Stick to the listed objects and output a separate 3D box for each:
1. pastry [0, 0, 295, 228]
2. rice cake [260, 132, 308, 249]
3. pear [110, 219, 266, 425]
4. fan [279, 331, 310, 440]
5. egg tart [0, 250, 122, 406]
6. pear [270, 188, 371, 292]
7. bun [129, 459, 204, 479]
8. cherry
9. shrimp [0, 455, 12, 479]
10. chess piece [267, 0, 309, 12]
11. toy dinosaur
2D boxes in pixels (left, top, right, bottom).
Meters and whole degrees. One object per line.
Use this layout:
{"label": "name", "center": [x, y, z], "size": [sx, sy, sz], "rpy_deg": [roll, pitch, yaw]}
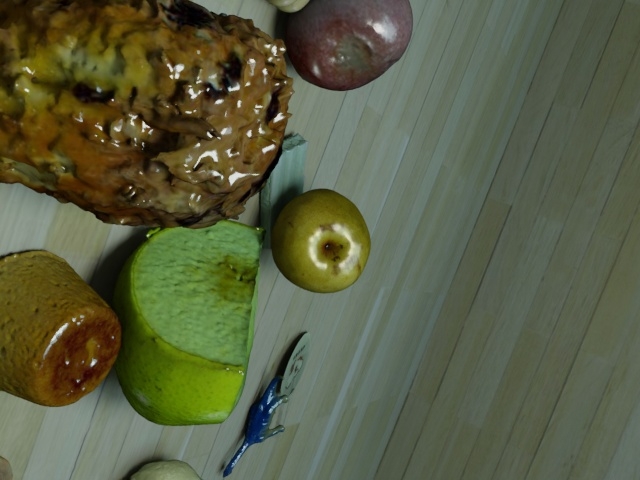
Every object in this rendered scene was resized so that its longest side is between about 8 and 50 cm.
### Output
{"label": "pastry", "center": [-0.194, -0.155, 0.792], "size": [0.405, 0.337, 0.293], "rpy_deg": [25, 81, -64]}
{"label": "rice cake", "center": [-0.076, -0.097, 1.373], "size": [0.127, 0.043, 0.237], "rpy_deg": [-34, 141, -47]}
{"label": "pear", "center": [-0.227, 0.163, 1.102], "size": [0.343, 0.238, 0.318], "rpy_deg": [-87, -166, -51]}
{"label": "fan", "center": [-0.080, 0.394, 1.763], "size": [0.191, 0.009, 0.329], "rpy_deg": [-40, 145, -64]}
{"label": "egg tart", "center": [-0.366, 0.129, 0.903], "size": [0.202, 0.147, 0.203], "rpy_deg": [-45, 147, -40]}
{"label": "pear", "center": [0.000, 0.000, 1.334], "size": [0.209, 0.208, 0.209], "rpy_deg": [-42, 144, -40]}
{"label": "bun", "center": [-0.323, 0.558, 1.316], "size": [0.259, 0.160, 0.259], "rpy_deg": [-17, 114, -43]}
{"label": "cherry", "center": [0.046, -0.394, 1.193], "size": [0.206, 0.239, 0.239], "rpy_deg": [27, 87, -41]}
{"label": "shrimp", "center": [-0.520, 0.355, 0.911], "size": [0.152, 0.046, 0.219], "rpy_deg": [-61, 154, -18]}
{"label": "chess piece", "center": [-0.088, -0.428, 1.050], "size": [0.170, 0.094, 0.094], "rpy_deg": [-3, 113, -57]}
{"label": "toy dinosaur", "center": [-0.160, 0.445, 1.621], "size": [0.188, 0.075, 0.248], "rpy_deg": [-28, 141, -47]}
